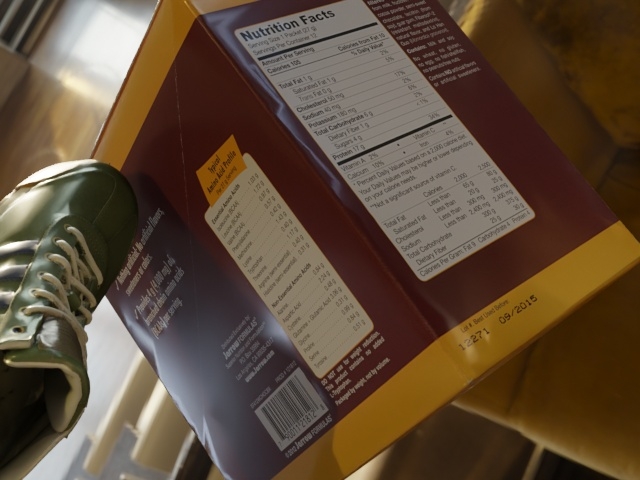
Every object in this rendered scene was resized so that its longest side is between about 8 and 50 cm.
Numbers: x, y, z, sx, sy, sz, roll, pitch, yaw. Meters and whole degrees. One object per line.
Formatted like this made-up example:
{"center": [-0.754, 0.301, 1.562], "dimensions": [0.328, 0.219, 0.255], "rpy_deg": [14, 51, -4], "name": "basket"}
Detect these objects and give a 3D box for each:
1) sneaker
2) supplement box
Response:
{"center": [-0.110, 0.042, 0.373], "dimensions": [0.086, 0.064, 0.192], "rpy_deg": [1, 44, 38], "name": "sneaker"}
{"center": [0.000, 0.000, 0.471], "dimensions": [0.194, 0.129, 0.191], "rpy_deg": [54, 140, 12], "name": "supplement box"}
